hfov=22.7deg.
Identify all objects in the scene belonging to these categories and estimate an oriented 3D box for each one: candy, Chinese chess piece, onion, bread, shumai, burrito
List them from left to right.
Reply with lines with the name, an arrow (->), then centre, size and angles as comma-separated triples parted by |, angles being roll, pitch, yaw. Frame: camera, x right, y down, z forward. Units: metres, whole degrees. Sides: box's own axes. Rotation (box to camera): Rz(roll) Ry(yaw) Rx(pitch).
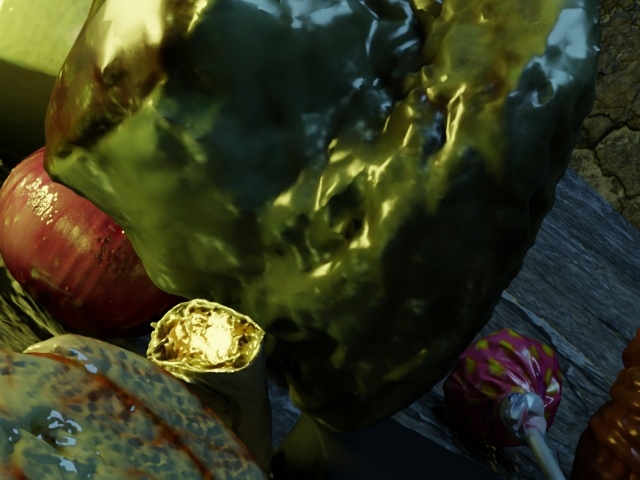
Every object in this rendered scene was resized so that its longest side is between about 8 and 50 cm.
bread -> -0.127, 0.174, 0.850 | 0.295, 0.114, 0.327 | 45, 16, 23
Chinese chess piece -> -0.196, -0.153, 1.342 | 0.349, 0.146, 0.349 | 18, -13, 4
onion -> -0.167, -0.007, 1.245 | 0.177, 0.153, 0.177 | 5, 26, -2
burrito -> -0.069, 0.112, 1.096 | 0.087, 0.060, 0.226 | 21, -26, 15
shumai -> -0.018, -0.077, 1.094 | 0.323, 0.397, 0.324 | 23, 55, -12
candy -> 0.195, 0.181, 1.505 | 0.124, 0.124, 0.365 | 34, 10, -10

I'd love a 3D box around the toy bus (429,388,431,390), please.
toy bus -> 0.084, 0.106, 1.618 | 0.076, 0.073, 0.167 | 39, 11, 21

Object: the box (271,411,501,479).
box -> 0.134, 0.284, 1.159 | 0.359, 0.091, 0.350 | 30, 17, -26

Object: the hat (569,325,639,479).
hat -> 0.466, 0.231, 1.571 | 0.400, 0.285, 0.285 | 20, 5, 29
